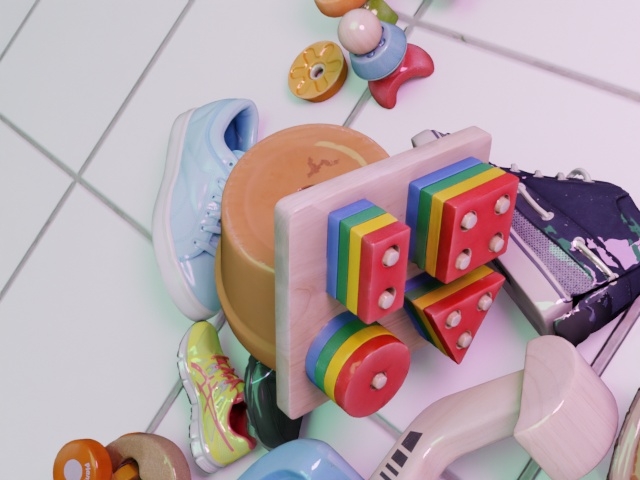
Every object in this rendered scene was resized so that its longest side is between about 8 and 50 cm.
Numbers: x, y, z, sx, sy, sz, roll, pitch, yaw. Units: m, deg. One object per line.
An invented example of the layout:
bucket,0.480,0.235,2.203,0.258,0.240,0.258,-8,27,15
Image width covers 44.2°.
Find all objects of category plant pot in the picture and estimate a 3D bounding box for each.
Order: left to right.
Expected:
plant pot,0.000,0.000,0.934,0.291,0.203,0.291,-3,63,7

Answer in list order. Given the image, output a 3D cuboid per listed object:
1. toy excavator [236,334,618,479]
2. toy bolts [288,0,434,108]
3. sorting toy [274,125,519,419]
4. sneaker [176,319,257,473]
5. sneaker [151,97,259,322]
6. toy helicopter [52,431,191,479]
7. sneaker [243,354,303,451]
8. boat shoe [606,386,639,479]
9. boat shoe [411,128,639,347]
toy excavator,0.042,0.287,0.827,0.445,0.222,0.433,-53,21,-26
toy bolts,0.028,-0.292,1.135,0.218,0.158,0.228,-45,52,10
sorting toy,0.085,0.048,0.787,0.257,0.255,0.089,-23,41,-32
sneaker,-0.132,0.205,1.083,0.094,0.081,0.208,-22,69,22
sneaker,-0.152,-0.065,1.174,0.150,0.135,0.366,-19,61,30
toy helicopter,-0.248,0.439,1.048,0.235,0.140,0.355,10,86,27
sneaker,-0.028,0.140,1.023,0.106,0.101,0.267,-5,67,30
boat shoe,0.321,0.281,0.726,0.120,0.122,0.324,10,82,29
boat shoe,0.248,-0.038,0.919,0.158,0.127,0.340,-31,55,1
